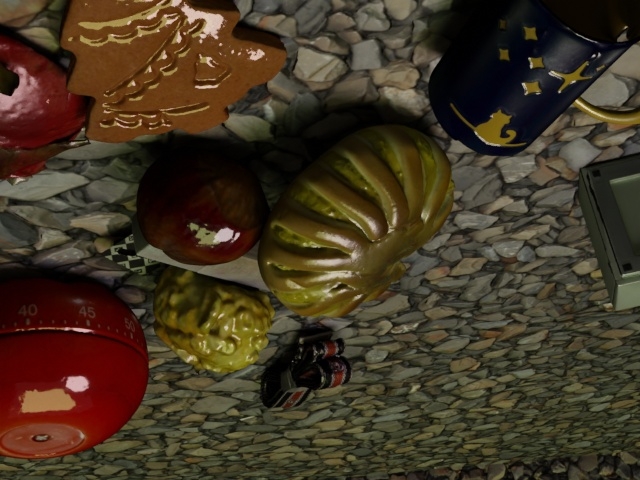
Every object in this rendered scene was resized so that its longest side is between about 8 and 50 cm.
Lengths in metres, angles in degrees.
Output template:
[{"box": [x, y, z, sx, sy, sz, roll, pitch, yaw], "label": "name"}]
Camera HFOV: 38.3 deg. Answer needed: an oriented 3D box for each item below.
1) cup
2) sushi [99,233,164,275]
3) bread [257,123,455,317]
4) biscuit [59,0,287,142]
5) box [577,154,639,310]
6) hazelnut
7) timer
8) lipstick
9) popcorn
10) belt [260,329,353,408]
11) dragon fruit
[{"box": [0.282, -0.200, 1.109, 0.178, 0.255, 0.256, -39, 171, -33], "label": "cup"}, {"box": [-0.289, 0.004, 1.557, 0.126, 0.026, 0.120, -29, 147, 18], "label": "sushi"}, {"box": [0.058, -0.017, 1.361, 0.333, 0.160, 0.333, -32, 150, -21], "label": "bread"}, {"box": [-0.202, -0.223, 1.110, 0.284, 0.043, 0.306, -22, 147, 11], "label": "biscuit"}, {"box": [0.567, -0.029, 1.523, 0.225, 0.225, 0.117, -14, 152, 8], "label": "box"}, {"box": [-0.170, -0.052, 1.354, 0.202, 0.170, 0.160, 28, 159, -24], "label": "hazelnut"}, {"box": [-0.501, 0.235, 1.666, 0.378, 0.279, 0.378, -7, 149, -4], "label": "timer"}, {"box": [-0.143, 0.018, 1.550, 0.076, 0.079, 0.371, -34, 145, 32], "label": "lipstick"}, {"box": [-0.204, 0.139, 1.629, 0.233, 0.192, 0.266, 28, 170, -41], "label": "popcorn"}, {"box": [-0.041, 0.310, 2.097, 0.094, 0.126, 0.359, -9, 160, -27], "label": "belt"}, {"box": [-0.425, -0.151, 1.157, 0.282, 0.100, 0.343, -7, 153, -12], "label": "dragon fruit"}]
